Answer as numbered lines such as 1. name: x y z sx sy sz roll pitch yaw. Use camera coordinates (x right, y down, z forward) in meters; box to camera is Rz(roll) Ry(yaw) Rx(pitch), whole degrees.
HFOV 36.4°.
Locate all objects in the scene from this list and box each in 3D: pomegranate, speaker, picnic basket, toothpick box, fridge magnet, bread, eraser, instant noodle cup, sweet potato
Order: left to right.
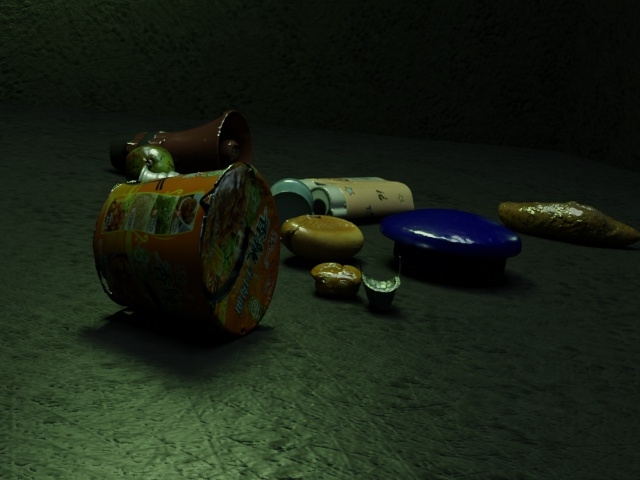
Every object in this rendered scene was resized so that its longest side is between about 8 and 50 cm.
1. pomegranate: -0.381 -0.153 2.173 0.115 0.114 0.142 6 -16 -8
2. instant noodle cup: -0.180 0.008 1.311 0.182 0.230 0.230 3 9 23
3. speaker: -0.323 -0.229 2.400 0.330 0.198 0.259 4 22 27
4. toothpick box: -0.064 -0.064 1.952 0.101 0.101 0.153 7 13 -1
5. bread: 0.000 0.000 1.762 0.189 0.077 0.114 -5 37 -48
6. bread: 0.027 0.063 1.551 0.083 0.046 0.081 16 17 28
7. eraser: 0.064 -0.096 2.228 0.171 0.087 0.291 14 13 40
8. picnic basket: 0.091 0.064 1.504 0.065 0.083 0.083 2 9 0
9. fridge magnet: 0.240 0.000 1.816 0.266 0.112 0.265 8 11 -2
10. sweet potato: 0.588 -0.045 2.292 0.342 0.092 0.114 11 -4 11

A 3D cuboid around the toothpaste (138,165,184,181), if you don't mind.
1. toothpaste: -0.235 -0.087 2.059 0.299 0.073 0.114 15 12 -3
